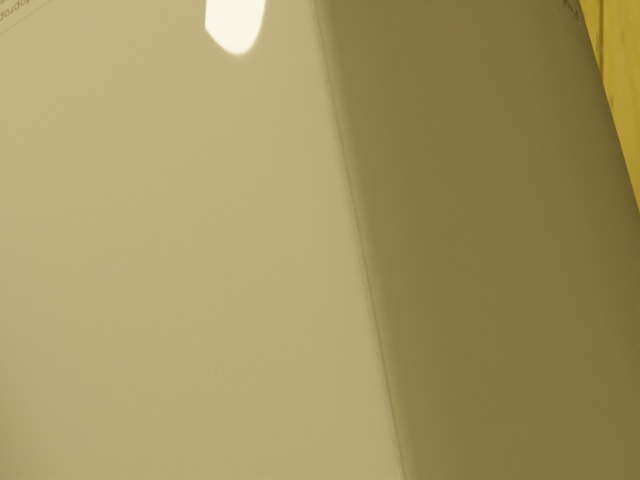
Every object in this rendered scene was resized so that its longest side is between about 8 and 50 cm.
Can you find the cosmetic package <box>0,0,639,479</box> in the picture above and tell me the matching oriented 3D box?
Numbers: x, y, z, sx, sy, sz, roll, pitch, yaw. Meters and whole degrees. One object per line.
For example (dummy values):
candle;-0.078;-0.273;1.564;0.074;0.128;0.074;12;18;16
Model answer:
cosmetic package;0.000;0.000;0.482;0.197;0.155;0.365;26;48;-50
